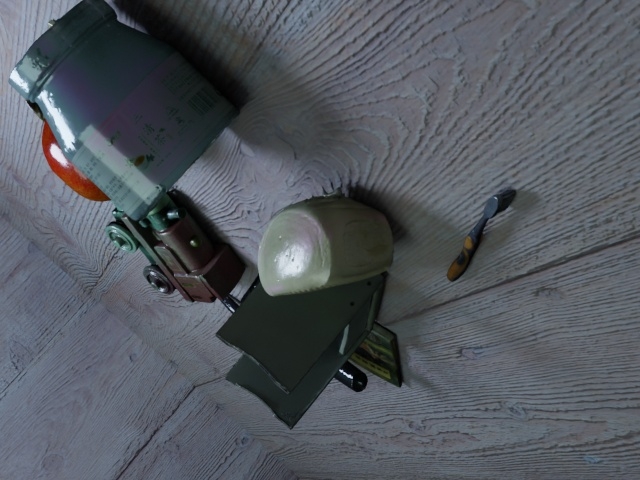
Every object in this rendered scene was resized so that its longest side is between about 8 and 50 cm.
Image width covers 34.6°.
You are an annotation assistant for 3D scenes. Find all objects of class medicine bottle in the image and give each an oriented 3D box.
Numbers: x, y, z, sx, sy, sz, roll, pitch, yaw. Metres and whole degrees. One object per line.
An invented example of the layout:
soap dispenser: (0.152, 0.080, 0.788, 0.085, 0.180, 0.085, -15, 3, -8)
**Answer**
medicine bottle: (-0.307, -0.210, 1.586, 0.290, 0.245, 0.245, 43, 159, -7)

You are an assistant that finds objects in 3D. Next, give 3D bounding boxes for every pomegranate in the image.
pomegranate: (-0.388, -0.172, 1.858, 0.221, 0.221, 0.257, 35, 166, 13)

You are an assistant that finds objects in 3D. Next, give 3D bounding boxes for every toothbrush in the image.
toothbrush: (0.212, 0.002, 1.421, 0.321, 0.031, 0.023, 108, 139, -67)

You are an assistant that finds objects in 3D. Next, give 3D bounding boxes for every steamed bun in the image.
steamed bun: (0.000, 0.000, 1.612, 0.238, 0.170, 0.152, -10, 90, 58)

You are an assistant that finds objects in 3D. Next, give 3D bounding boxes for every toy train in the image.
toy train: (-0.316, 0.004, 2.201, 0.221, 0.150, 0.304, 1, 136, 44)

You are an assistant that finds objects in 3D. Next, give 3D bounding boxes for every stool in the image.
stool: (-0.034, 0.156, 1.818, 0.170, 0.270, 0.243, 35, 158, 14)

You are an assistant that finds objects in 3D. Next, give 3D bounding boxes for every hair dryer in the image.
hair dryer: (-0.024, 0.198, 2.081, 0.302, 0.116, 0.244, 27, 157, 43)
hair dryer: (-0.193, 0.180, 2.467, 0.219, 0.075, 0.195, 42, 171, 25)

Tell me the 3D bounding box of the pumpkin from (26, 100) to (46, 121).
pumpkin: (-0.482, -0.247, 1.995, 0.107, 0.119, 0.183, -5, 151, 10)

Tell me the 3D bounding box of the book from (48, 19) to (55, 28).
book: (-0.460, -0.350, 1.882, 0.077, 0.014, 0.111, 35, 159, 11)

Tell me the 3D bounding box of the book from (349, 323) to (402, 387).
book: (0.090, 0.208, 2.062, 0.160, 0.024, 0.228, 29, 157, 23)
